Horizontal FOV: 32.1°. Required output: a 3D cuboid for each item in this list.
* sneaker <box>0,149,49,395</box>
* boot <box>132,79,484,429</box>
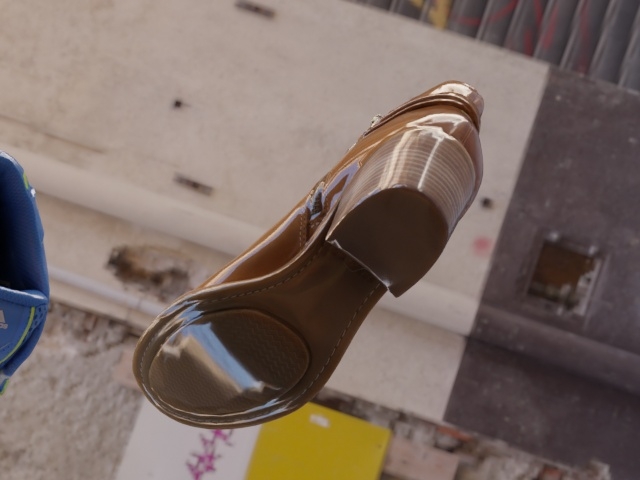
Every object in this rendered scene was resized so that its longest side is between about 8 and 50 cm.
[{"bbox_3d":[-0.180,0.062,0.471,0.126,0.091,0.240,-8,70,55],"label":"sneaker"},{"bbox_3d":[0.000,0.000,0.786,0.283,0.109,0.220,-44,8,29],"label":"boot"}]
